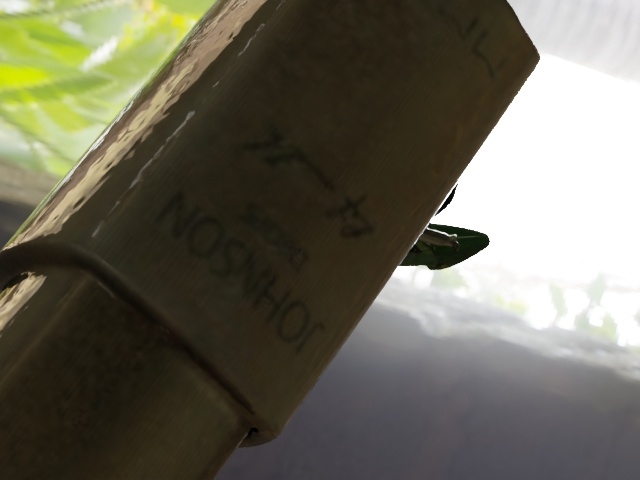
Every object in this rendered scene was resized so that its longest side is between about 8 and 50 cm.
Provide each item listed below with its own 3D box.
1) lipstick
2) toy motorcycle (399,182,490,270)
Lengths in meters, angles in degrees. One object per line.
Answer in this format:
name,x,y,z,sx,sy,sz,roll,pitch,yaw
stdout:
lipstick,-0.044,0.024,0.366,0.253,0.079,0.077,-55,-160,-25
toy motorcycle,0.000,0.000,0.899,0.190,0.106,0.074,-18,-143,14
